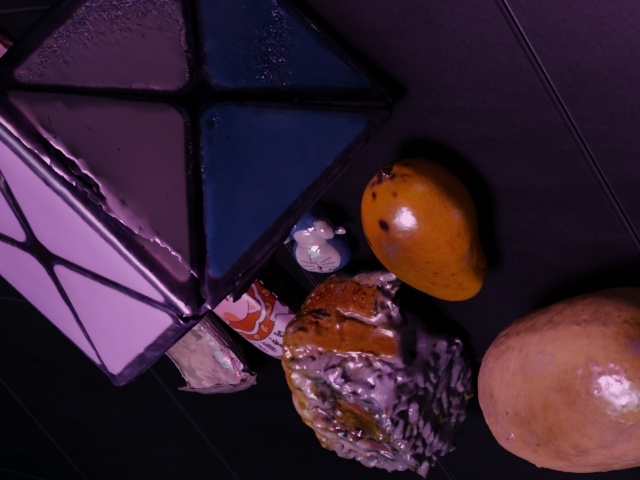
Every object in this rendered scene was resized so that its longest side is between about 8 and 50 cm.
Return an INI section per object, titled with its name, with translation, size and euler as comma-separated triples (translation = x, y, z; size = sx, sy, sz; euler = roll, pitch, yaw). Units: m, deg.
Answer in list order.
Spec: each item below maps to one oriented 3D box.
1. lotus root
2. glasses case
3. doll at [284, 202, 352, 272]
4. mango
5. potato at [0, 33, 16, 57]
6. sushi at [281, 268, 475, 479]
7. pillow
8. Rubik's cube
[lotus root]
translation = 0.264, 0.126, 1.581
size = 0.169, 0.151, 0.342
euler = 43, 155, -10
[glasses case]
translation = -0.107, 0.038, 1.990
size = 0.266, 0.067, 0.103
euler = 44, 154, -10
[doll]
translation = 0.000, 0.000, 1.823
size = 0.076, 0.050, 0.083
euler = -3, 132, 29
[mango]
translation = 0.097, -0.009, 1.655
size = 0.115, 0.090, 0.178
euler = 16, 154, 24
[potato]
translation = -0.425, -0.112, 2.009
size = 0.229, 0.229, 0.266
euler = 40, 154, -2
[sushi]
translation = 0.056, 0.142, 1.870
size = 0.184, 0.139, 0.274
euler = 20, 154, 28
[pillow]
translation = -0.182, 0.093, 2.176
size = 0.255, 0.059, 0.169
euler = 50, 150, -18
[Rubik's cube]
translation = -0.161, -0.092, 1.620
size = 0.307, 0.305, 0.310
euler = 44, 155, -5
